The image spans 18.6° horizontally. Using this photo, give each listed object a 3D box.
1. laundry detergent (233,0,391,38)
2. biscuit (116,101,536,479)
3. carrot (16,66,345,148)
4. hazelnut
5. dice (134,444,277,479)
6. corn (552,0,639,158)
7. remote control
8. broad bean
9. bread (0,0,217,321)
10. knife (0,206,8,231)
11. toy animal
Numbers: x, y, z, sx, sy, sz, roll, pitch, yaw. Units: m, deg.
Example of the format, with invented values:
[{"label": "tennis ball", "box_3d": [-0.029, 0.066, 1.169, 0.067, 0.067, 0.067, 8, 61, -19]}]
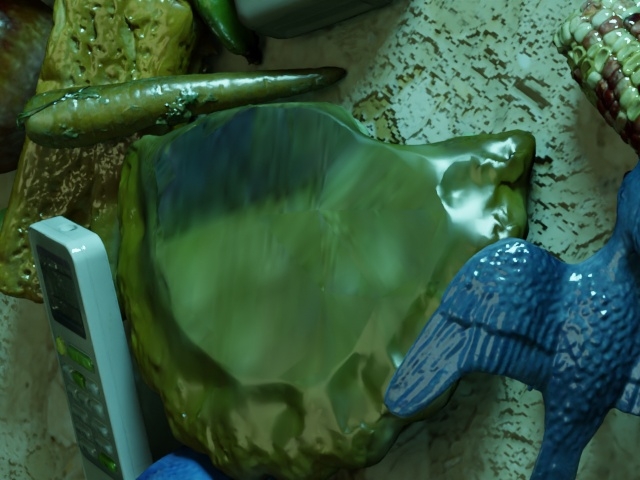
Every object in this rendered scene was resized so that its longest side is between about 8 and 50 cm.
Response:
[{"label": "laundry detergent", "box_3d": [-0.001, -0.284, 1.458, 0.171, 0.076, 0.237, -15, 75, 30]}, {"label": "biscuit", "box_3d": [0.000, 0.000, 1.397, 0.335, 0.078, 0.329, -35, 61, 9]}, {"label": "carrot", "box_3d": [-0.106, -0.107, 1.480, 0.254, 0.049, 0.049, -9, 81, 3]}, {"label": "hazelnut", "box_3d": [-0.270, -0.132, 1.604, 0.143, 0.143, 0.154, 35, 91, 31]}, {"label": "dice", "box_3d": [-0.070, 0.238, 1.433, 0.146, 0.143, 0.146, 47, 113, 27]}, {"label": "corn", "box_3d": [0.257, -0.066, 1.256, 0.098, 0.098, 0.290, -51, 59, 22]}, {"label": "remote control", "box_3d": [-0.172, 0.107, 1.505, 0.103, 0.034, 0.250, 23, 127, 59]}, {"label": "broad bean", "box_3d": [-0.084, -0.231, 1.517, 0.046, 0.061, 0.195, -17, 78, 30]}, {"label": "bread", "box_3d": [-0.170, -0.073, 1.550, 0.139, 0.077, 0.271, 14, 100, 5]}, {"label": "knife", "box_3d": [-0.255, -0.010, 1.652, 0.212, 0.015, 0.054, -22, 76, 32]}, {"label": "toy animal", "box_3d": [0.169, 0.066, 1.255, 0.239, 0.176, 0.255, 11, 80, -1]}]
